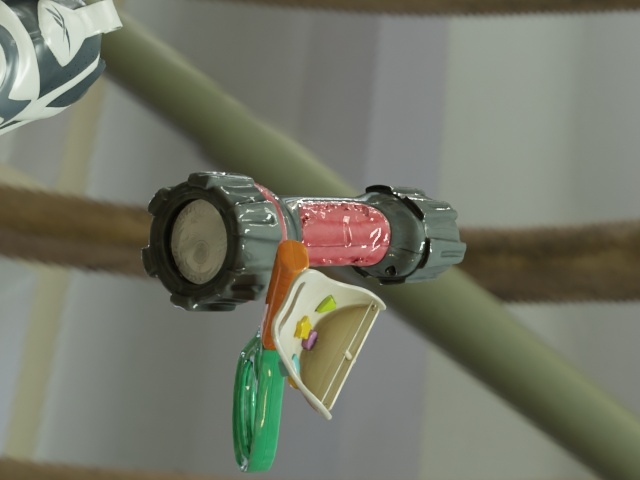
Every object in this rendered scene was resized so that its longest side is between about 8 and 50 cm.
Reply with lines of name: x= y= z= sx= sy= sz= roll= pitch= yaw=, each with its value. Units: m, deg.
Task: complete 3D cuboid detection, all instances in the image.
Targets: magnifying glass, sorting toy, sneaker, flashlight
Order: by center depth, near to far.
sneaker: x=-0.206 y=-0.097 z=1.137 sx=0.153 sy=0.094 sz=0.235 roll=-26 pitch=-179 yaw=-42
sorting toy: x=-0.006 y=0.055 z=1.203 sx=0.045 sy=0.075 sz=0.083 roll=15 pitch=-112 yaw=31
magnifying glass: x=-0.039 y=0.084 z=1.402 sx=0.231 sy=0.026 sz=0.092 roll=107 pitch=-20 yaw=-48
flashlight: x=0.000 y=0.000 z=1.487 sx=0.103 sy=0.304 sz=0.103 roll=-28 pitch=-108 yaw=36
